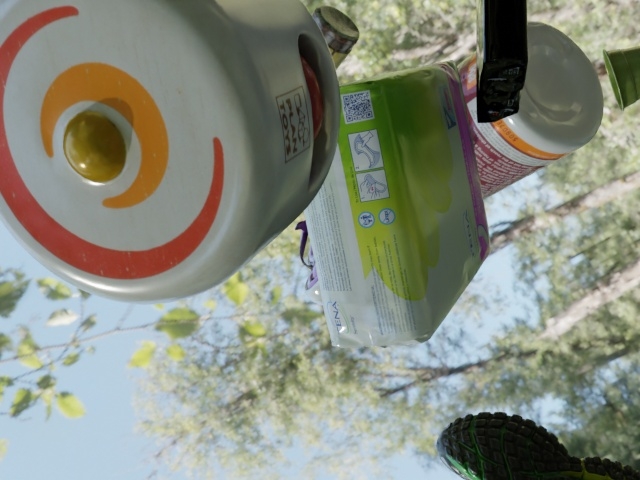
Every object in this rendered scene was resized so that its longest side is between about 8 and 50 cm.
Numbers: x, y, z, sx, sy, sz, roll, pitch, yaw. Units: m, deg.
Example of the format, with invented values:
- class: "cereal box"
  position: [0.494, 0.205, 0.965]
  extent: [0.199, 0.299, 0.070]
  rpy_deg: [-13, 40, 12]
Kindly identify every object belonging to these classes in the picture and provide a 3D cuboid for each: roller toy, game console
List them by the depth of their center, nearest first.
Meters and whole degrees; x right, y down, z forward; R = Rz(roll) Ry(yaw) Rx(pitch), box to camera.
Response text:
- class: "roller toy"
  position: [-0.093, -0.069, 0.455]
  extent: [0.191, 0.209, 0.146]
  rpy_deg: [43, -152, 0]
- class: "game console"
  position: [0.150, -0.262, 0.635]
  extent: [0.361, 0.044, 0.213]
  rpy_deg: [69, -157, -69]

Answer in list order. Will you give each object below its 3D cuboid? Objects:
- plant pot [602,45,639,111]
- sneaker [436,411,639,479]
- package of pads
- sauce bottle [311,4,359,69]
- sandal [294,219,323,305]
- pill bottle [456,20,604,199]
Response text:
- class: "plant pot"
  position: [0.408, -0.214, 1.003]
  extent: [0.083, 0.079, 0.083]
  rpy_deg: [-17, -90, -74]
- class: "sneaker"
  position: [0.325, 0.376, 1.192]
  extent: [0.344, 0.146, 0.134]
  rpy_deg: [26, -137, -4]
- class: "package of pads"
  position: [0.077, -0.044, 0.763]
  extent: [0.296, 0.101, 0.229]
  rpy_deg: [-33, -66, -63]
- class: "sauce bottle"
  position: [-0.059, -0.324, 1.635]
  extent: [0.111, 0.344, 0.111]
  rpy_deg: [27, -142, -24]
- class: "sandal"
  position: [0.010, -0.012, 1.438]
  extent: [0.102, 0.169, 0.416]
  rpy_deg: [38, -172, -9]
- class: "pill bottle"
  position: [0.272, -0.190, 1.388]
  extent: [0.224, 0.392, 0.223]
  rpy_deg: [9, -111, -25]
